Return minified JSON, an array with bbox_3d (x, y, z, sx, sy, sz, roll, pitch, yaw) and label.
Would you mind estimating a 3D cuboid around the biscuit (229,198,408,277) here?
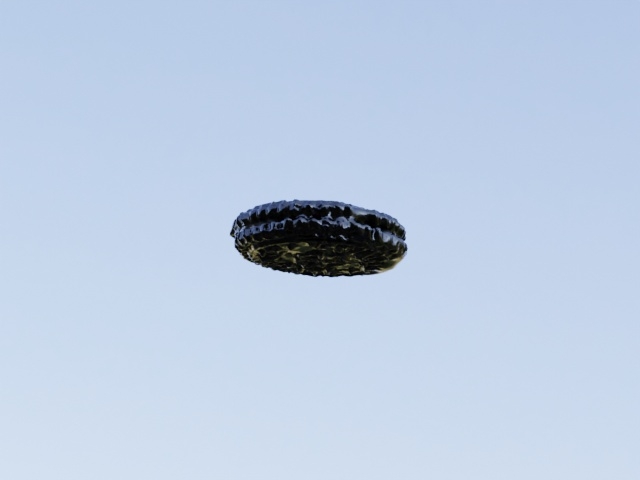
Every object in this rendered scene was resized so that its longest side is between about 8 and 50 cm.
[{"bbox_3d":[0.000,0.000,1.813,0.194,0.053,0.194,3,-15,1],"label":"biscuit"}]
